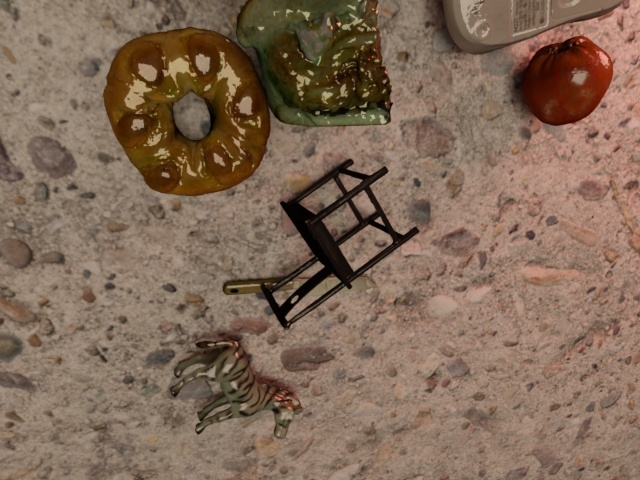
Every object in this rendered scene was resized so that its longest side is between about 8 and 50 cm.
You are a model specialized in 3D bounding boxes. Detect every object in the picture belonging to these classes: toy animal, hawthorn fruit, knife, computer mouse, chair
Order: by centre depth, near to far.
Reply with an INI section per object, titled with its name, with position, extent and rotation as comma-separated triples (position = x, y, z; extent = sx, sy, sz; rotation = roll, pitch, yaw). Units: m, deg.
[computer mouse]
position = 0.322, -0.403, 0.628
extent = 0.297, 0.121, 0.184
rotation = -17, 123, 8
[chair]
position = 0.000, 0.000, 0.673
extent = 0.260, 0.154, 0.141
rotation = -36, 114, -7
[hawthorn fruit]
position = 0.410, -0.260, 0.701
extent = 0.133, 0.133, 0.138
rotation = -32, 125, -1
[knife]
position = -0.030, 0.088, 0.781
extent = 0.298, 0.017, 0.047
rotation = -3, 117, -15
[toy animal]
position = -0.169, 0.297, 0.792
extent = 0.170, 0.090, 0.255
rotation = -40, 117, -2

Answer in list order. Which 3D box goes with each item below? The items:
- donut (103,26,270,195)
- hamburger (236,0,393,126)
[donut]
position = -0.177, -0.174, 0.587
extent = 0.227, 0.114, 0.226
rotation = -5, 111, -13
[hamburger]
position = 0.002, -0.240, 0.546
extent = 0.192, 0.288, 0.167
rotation = 0, 113, 6
